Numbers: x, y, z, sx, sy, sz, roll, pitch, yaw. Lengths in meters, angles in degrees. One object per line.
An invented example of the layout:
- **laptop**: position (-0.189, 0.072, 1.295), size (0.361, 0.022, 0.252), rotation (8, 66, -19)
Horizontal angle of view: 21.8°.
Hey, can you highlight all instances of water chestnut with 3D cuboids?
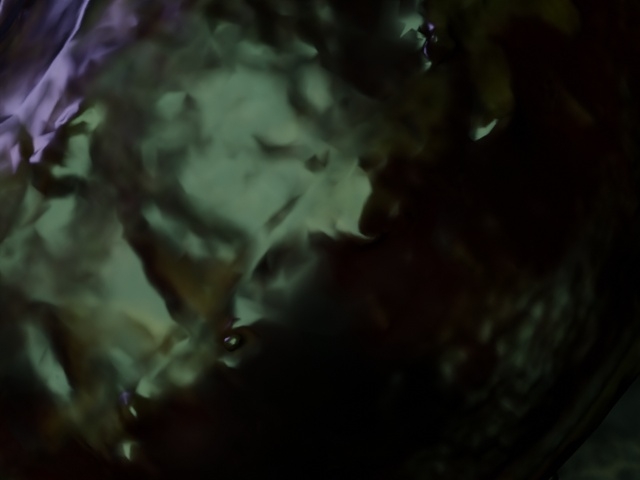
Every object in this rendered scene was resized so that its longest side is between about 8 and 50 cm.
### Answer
- **water chestnut**: position (0.000, 0.000, 0.622), size (0.350, 0.302, 0.350), rotation (-38, 25, 22)
